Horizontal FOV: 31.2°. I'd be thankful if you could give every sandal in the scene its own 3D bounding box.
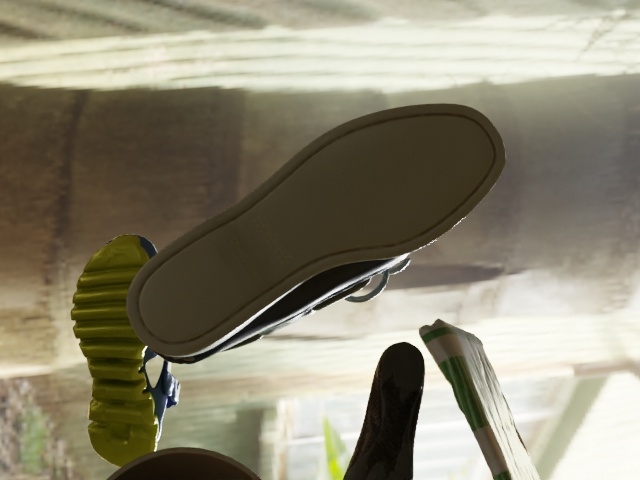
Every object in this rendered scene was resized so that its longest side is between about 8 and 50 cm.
[{"bbox_3d":[-0.253,0.139,1.546,0.138,0.126,0.317,-42,139,-65],"label":"sandal"}]

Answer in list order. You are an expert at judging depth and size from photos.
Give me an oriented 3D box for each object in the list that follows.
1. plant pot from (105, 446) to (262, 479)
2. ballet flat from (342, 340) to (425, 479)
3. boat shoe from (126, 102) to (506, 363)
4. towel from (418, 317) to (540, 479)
[{"bbox_3d":[-0.197,0.390,1.321,0.274,0.256,0.257,-38,-125,57],"label":"plant pot"},{"bbox_3d":[0.075,0.243,1.378,0.058,0.084,0.250,117,-15,-79],"label":"ballet flat"},{"bbox_3d":[0.000,0.000,0.724,0.095,0.254,0.079,55,-3,12],"label":"boat shoe"},{"bbox_3d":[0.201,0.246,1.255,0.325,0.038,0.248,69,12,15],"label":"towel"}]
